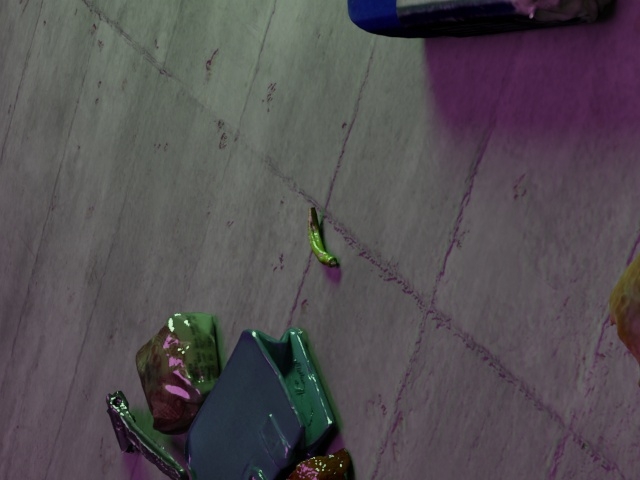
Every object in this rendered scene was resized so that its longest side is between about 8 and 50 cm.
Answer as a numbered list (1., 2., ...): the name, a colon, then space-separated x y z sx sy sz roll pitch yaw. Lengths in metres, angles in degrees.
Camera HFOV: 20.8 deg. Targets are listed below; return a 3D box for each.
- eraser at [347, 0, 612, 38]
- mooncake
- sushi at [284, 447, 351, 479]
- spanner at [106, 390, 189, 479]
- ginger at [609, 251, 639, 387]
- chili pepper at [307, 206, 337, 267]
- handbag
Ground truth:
1. eraser: 0.146 -0.269 1.638 0.332 0.101 0.155 4 88 61
2. mooncake: -0.174 0.164 2.108 0.130 0.073 0.125 -49 45 46
3. sushi: -0.015 0.267 1.829 0.120 0.052 0.055 -62 35 30
4. spanner: -0.215 0.252 2.137 0.325 0.026 0.093 26 135 66
5. ginger: 0.322 0.052 1.241 0.276 0.130 0.221 2 95 59
6. chili pepper: 0.001 0.000 1.902 0.030 0.017 0.083 -58 41 33
7. handbag: -0.070 0.225 1.924 0.229 0.062 0.179 -61 38 36
